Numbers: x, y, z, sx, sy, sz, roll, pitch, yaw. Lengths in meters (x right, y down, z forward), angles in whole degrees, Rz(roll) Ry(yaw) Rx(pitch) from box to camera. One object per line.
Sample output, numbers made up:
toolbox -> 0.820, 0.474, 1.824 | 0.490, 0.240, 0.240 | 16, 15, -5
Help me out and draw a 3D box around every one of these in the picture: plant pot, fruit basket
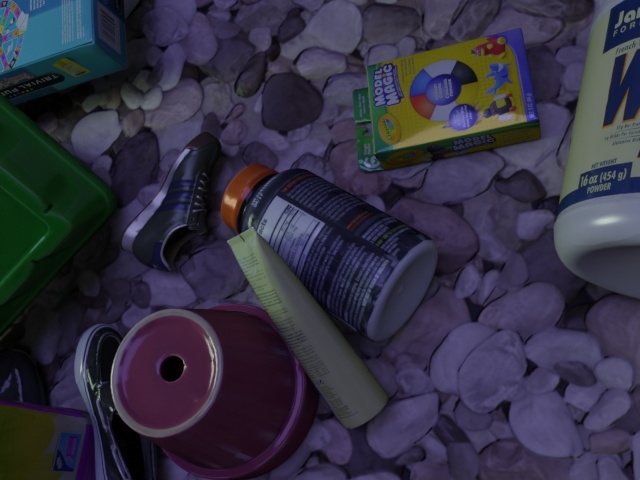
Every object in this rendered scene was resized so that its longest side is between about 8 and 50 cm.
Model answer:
plant pot -> -0.124, 0.156, 0.792 | 0.201, 0.180, 0.201 | -7, 69, 19
fruit basket -> -0.496, -0.018, 0.989 | 0.392, 0.283, 0.392 | -41, 20, 18

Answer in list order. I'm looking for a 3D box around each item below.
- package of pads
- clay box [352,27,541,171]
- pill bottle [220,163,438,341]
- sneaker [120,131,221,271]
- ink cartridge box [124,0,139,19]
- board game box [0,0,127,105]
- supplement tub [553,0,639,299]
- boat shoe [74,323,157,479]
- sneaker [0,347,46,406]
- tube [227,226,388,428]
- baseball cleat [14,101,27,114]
package of pads -> -0.363, 0.325, 0.793 | 0.101, 0.229, 0.297 | 4, 74, 22
clay box -> 0.143, -0.166, 0.879 | 0.222, 0.053, 0.128 | -10, 68, 16
pill bottle -> 0.000, 0.000, 0.830 | 0.245, 0.130, 0.130 | 32, 84, 27
sneaker -> -0.172, -0.043, 0.950 | 0.086, 0.064, 0.192 | 35, 86, 19
ink cartridge box -> -0.334, -0.452, 1.132 | 0.160, 0.092, 0.219 | 35, 86, 25
board game box -> -0.444, -0.325, 1.038 | 0.336, 0.079, 0.254 | -13, 72, 17
supplement tub -> 0.362, -0.116, 0.679 | 0.235, 0.235, 0.325 | 9, 75, 23
boat shoe -> -0.235, 0.199, 0.868 | 0.070, 0.077, 0.219 | -30, 69, 39
sneaker -> -0.421, 0.263, 0.906 | 0.101, 0.106, 0.267 | -4, 69, 20
tube -> -0.016, 0.089, 0.777 | 0.070, 0.062, 0.240 | -33, 96, 24
baseball cleat -> -0.474, -0.269, 1.132 | 0.109, 0.072, 0.206 | -23, 69, 4
